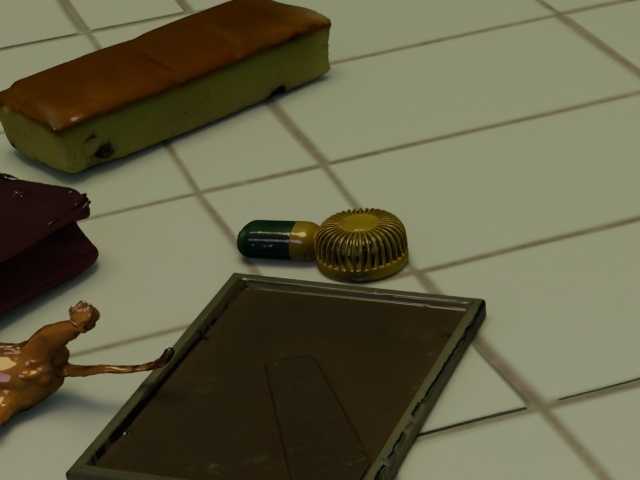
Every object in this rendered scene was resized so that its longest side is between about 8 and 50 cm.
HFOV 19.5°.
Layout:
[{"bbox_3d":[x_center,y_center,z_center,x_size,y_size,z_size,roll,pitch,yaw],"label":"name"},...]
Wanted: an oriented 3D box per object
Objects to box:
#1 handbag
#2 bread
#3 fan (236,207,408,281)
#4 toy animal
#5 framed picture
[{"bbox_3d":[-0.330,0.008,1.654,0.216,0.074,0.203,13,32,36],"label":"handbag"},{"bbox_3d":[-0.162,-0.166,1.955,0.361,0.077,0.138,-26,34,-34],"label":"bread"},{"bbox_3d":[0.000,0.000,1.638,0.155,0.039,0.082,2,28,16],"label":"fan"},{"bbox_3d":[-0.236,0.099,1.452,0.255,0.114,0.116,5,-3,11],"label":"toy animal"},{"bbox_3d":[-0.023,0.113,1.440,0.232,0.024,0.315,5,28,21],"label":"framed picture"}]
